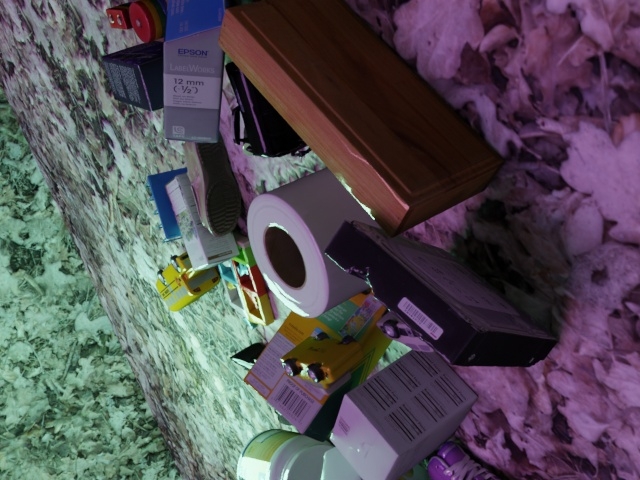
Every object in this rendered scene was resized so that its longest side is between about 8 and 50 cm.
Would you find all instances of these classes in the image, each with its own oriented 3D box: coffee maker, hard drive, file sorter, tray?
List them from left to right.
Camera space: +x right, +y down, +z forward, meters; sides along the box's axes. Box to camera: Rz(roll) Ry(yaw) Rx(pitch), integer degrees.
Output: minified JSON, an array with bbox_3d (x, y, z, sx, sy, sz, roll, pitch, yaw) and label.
[{"bbox_3d":[-0.381,-0.090,1.937,0.104,0.118,0.170,-25,82,65],"label":"file sorter"},{"bbox_3d":[-0.090,-0.255,1.374,0.171,0.120,0.178,6,122,38],"label":"coffee maker"},{"bbox_3d":[0.053,-0.205,1.073,0.411,0.203,0.076,50,143,19],"label":"tray"},{"bbox_3d":[0.182,0.080,1.035,0.237,0.339,0.064,42,104,32],"label":"hard drive"}]

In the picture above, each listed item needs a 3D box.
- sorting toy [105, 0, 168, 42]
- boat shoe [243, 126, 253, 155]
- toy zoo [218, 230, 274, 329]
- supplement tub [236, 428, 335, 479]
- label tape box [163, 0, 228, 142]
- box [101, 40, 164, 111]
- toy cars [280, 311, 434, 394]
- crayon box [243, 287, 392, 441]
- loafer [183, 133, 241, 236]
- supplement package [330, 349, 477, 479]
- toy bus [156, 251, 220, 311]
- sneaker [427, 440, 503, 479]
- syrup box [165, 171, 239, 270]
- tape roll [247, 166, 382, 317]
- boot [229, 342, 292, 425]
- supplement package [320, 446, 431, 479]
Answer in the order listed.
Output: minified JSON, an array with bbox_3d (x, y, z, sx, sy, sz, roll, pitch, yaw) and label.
[{"bbox_3d":[-0.408,-0.558,1.625,0.256,0.089,0.257,24,134,48],"label":"sorting toy"},{"bbox_3d":[-0.136,-0.221,1.539,0.133,0.049,0.041,114,150,-63],"label":"boat shoe"},{"bbox_3d":[-0.206,0.108,1.950,0.192,0.030,0.293,20,131,50],"label":"toy zoo"},{"bbox_3d":[-0.071,0.634,1.993,0.316,0.228,0.228,-18,99,61],"label":"supplement tub"},{"bbox_3d":[-0.227,-0.387,1.343,0.347,0.115,0.249,103,166,-52],"label":"label tape box"},{"bbox_3d":[-0.373,-0.376,1.666,0.207,0.153,0.108,22,132,47],"label":"box"},{"bbox_3d":[0.101,0.193,1.317,0.394,0.176,0.087,-24,104,21],"label":"toy cars"},{"bbox_3d":[0.014,0.211,1.488,0.203,0.322,0.083,31,175,43],"label":"crayon box"},{"bbox_3d":[-0.261,-0.141,1.758,0.092,0.102,0.268,19,121,53],"label":"loafer"},{"bbox_3d":[0.152,0.335,1.397,0.149,0.203,0.194,47,148,25],"label":"supplement package"},{"bbox_3d":[-0.387,0.109,2.160,0.130,0.108,0.333,60,151,2],"label":"toy bus"},{"bbox_3d":[0.289,0.460,1.398,0.161,0.102,0.282,62,152,4],"label":"sneaker"},{"bbox_3d":[-0.296,-0.052,1.845,0.093,0.096,0.236,-23,87,57],"label":"syrup box"},{"bbox_3d":[0.000,0.000,1.368,0.246,0.169,0.246,35,138,39],"label":"tape roll"},{"bbox_3d":[-0.140,0.409,2.047,0.263,0.091,0.228,-1,113,56],"label":"boot"},{"bbox_3d":[0.131,0.526,1.521,0.244,0.139,0.134,36,130,-22],"label":"supplement package"}]
